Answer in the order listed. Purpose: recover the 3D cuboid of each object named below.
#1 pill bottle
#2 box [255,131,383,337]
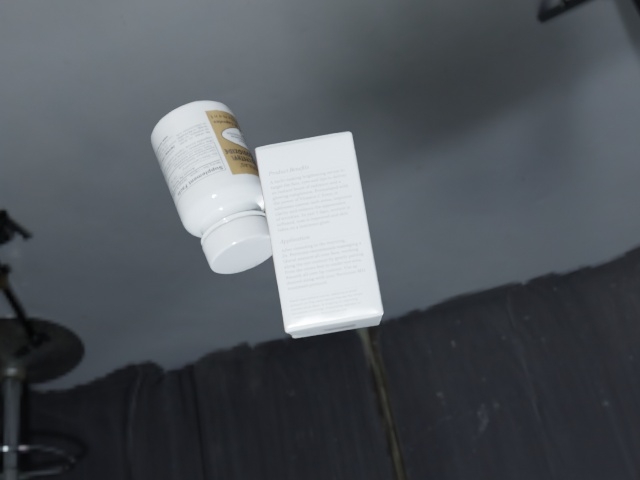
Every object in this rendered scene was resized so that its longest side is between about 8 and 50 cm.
[{"bbox_3d":[-0.147,-0.075,1.411,0.131,0.229,0.131,-20,156,-9],"label":"pill bottle"},{"bbox_3d":[0.000,0.000,0.933,0.091,0.170,0.130,-10,171,1],"label":"box"}]
